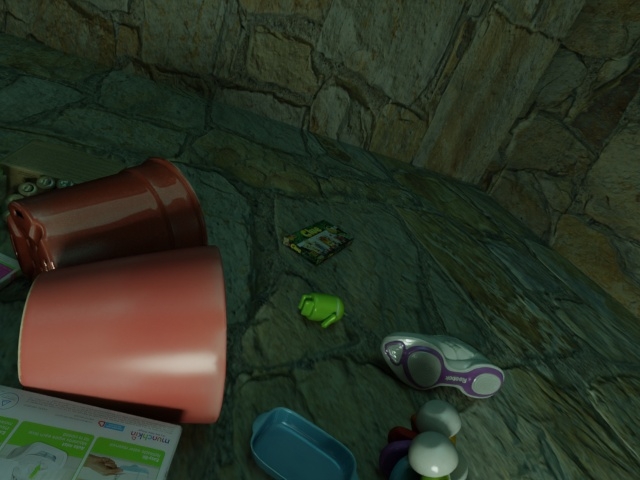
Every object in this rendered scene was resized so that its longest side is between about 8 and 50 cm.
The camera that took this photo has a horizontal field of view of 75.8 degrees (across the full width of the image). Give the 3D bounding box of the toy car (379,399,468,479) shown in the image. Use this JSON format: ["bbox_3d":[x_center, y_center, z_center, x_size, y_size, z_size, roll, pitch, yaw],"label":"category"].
[{"bbox_3d":[0.168,0.367,0.688,0.137,0.159,0.182,-5,17,24],"label":"toy car"}]

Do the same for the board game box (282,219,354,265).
[{"bbox_3d":[0.000,0.000,1.338,0.136,0.030,0.260,30,27,18],"label":"board game box"}]

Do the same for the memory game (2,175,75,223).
[{"bbox_3d":[-0.591,-0.067,0.911,0.187,0.012,0.186,12,56,-19],"label":"memory game"}]

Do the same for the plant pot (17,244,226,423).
[{"bbox_3d":[-0.280,0.142,0.617,0.244,0.274,0.274,1,33,-21],"label":"plant pot"}]

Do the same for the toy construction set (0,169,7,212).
[{"bbox_3d":[-0.799,-0.129,0.822,0.328,0.151,0.215,27,22,-17],"label":"toy construction set"}]

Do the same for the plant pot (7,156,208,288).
[{"bbox_3d":[-0.408,-0.007,0.789,0.272,0.272,0.265,37,37,25],"label":"plant pot"}]

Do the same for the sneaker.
[{"bbox_3d":[0.271,0.280,0.973,0.306,0.114,0.152,21,12,-14],"label":"sneaker"}]

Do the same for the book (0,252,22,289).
[{"bbox_3d":[-0.613,0.068,0.718,0.097,0.035,0.144,23,27,-5],"label":"book"}]

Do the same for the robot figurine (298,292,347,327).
[{"bbox_3d":[0.007,0.163,0.995,0.115,0.066,0.101,11,21,-24],"label":"robot figurine"}]

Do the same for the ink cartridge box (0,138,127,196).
[{"bbox_3d":[-0.648,-0.161,1.052,0.235,0.088,0.193,15,26,-16],"label":"ink cartridge box"}]

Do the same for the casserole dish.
[{"bbox_3d":[-0.030,0.348,0.656,0.189,0.036,0.114,29,27,13],"label":"casserole dish"}]

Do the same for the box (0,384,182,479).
[{"bbox_3d":[-0.314,0.295,0.425,0.262,0.126,0.231,18,27,-11],"label":"box"}]
